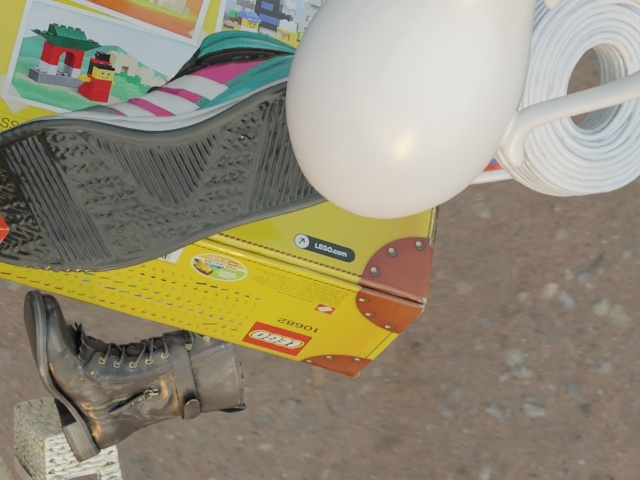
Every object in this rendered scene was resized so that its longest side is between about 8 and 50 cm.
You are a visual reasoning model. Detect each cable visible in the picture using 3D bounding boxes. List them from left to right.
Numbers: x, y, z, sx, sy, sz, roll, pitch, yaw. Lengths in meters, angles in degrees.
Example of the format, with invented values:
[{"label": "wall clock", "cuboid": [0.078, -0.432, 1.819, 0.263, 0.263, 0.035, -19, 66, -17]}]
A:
[{"label": "cable", "cuboid": [0.297, -0.174, 1.482, 0.257, 0.089, 0.257, -27, 116, -24]}]

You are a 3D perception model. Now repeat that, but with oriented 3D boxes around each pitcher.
[{"label": "pitcher", "cuboid": [0.079, -0.092, 0.689, 0.177, 0.207, 0.125, 35, 47, 6]}]

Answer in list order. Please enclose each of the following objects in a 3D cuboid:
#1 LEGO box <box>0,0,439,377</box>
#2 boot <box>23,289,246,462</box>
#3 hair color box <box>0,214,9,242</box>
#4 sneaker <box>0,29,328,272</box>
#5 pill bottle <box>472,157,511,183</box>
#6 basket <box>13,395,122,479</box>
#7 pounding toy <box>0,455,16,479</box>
[{"label": "LEGO box", "cuboid": [-0.140, -0.137, 1.154, 0.500, 0.193, 0.373, 17, 61, -11]}, {"label": "boot", "cuboid": [-0.205, 0.128, 1.484, 0.229, 0.091, 0.263, -20, 129, -10]}, {"label": "hair color box", "cuboid": [-0.248, -0.031, 0.777, 0.043, 0.141, 0.072, 3, 131, -52]}, {"label": "sneaker", "cuboid": [-0.106, -0.071, 0.908, 0.295, 0.178, 0.124, -11, 106, -2]}, {"label": "pill bottle", "cuboid": [0.225, -0.193, 1.859, 0.124, 0.124, 0.222, -8, 92, -18]}, {"label": "basket", "cuboid": [-0.356, 0.285, 1.795, 0.113, 0.167, 0.103, -10, 105, -27]}, {"label": "pounding toy", "cuboid": [-0.471, 0.366, 1.734, 0.130, 0.141, 0.100, -49, 124, -44]}]
